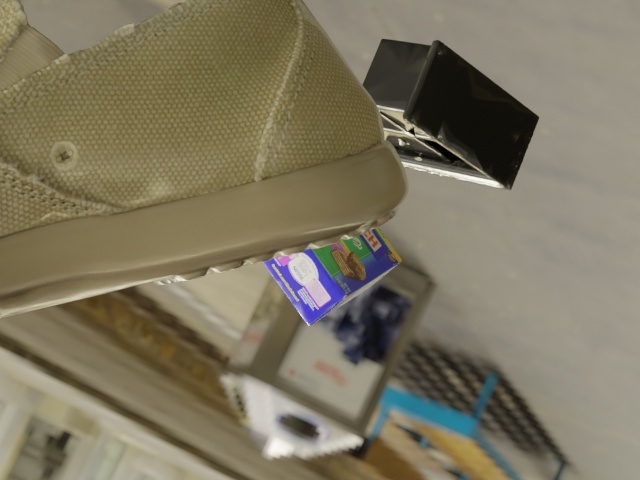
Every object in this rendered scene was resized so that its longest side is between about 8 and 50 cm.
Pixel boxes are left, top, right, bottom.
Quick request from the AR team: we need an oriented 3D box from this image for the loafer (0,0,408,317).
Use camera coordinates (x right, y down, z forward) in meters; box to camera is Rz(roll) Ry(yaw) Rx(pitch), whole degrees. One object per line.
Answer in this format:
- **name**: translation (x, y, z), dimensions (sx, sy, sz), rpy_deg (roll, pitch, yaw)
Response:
- **loafer**: translation (-0.109, -0.018, 0.446), dimensions (0.269, 0.092, 0.102), rpy_deg (-12, 177, -22)

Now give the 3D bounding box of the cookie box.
- **cookie box**: translation (0.000, 0.000, 1.124), dimensions (0.092, 0.040, 0.107), rpy_deg (54, -154, 3)

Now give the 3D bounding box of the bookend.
- **bookend**: translation (0.077, -0.116, 1.392), dimensions (0.156, 0.072, 0.157), rpy_deg (16, 170, 43)
